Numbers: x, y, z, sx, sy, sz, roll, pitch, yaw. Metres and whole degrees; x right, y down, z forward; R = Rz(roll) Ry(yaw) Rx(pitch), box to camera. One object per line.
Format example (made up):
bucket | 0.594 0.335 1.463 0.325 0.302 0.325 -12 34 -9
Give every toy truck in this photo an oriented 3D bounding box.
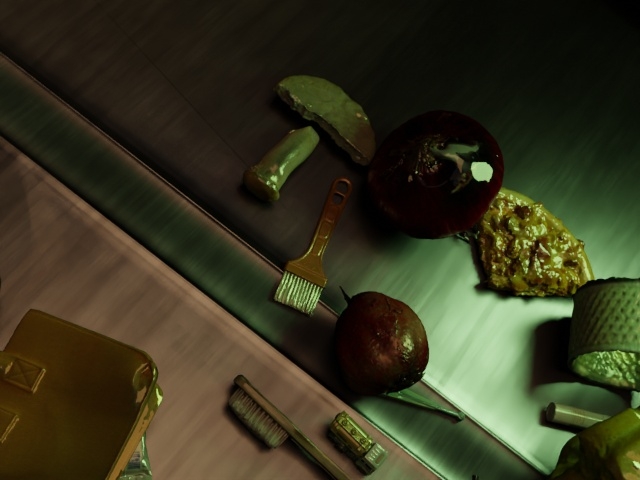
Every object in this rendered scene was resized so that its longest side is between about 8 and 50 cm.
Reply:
toy truck | 0.066 0.367 1.813 0.123 0.063 0.052 44 62 3

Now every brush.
brush | -0.044 0.370 1.782 0.327 0.070 0.065 42 81 0
brush | 0.000 0.000 1.968 0.090 0.017 0.314 26 62 -7

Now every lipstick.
lipstick | 0.519 0.355 1.980 0.141 0.040 0.040 15 65 -13

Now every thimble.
thimble | 0.619 0.191 1.955 0.270 0.271 0.150 17 67 -11

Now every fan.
fan | 0.188 0.305 1.905 0.193 0.016 0.038 22 62 -8

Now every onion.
onion | 0.237 -0.116 2.001 0.273 0.285 0.273 -12 57 19

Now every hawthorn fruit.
hawthorn fruit | 0.098 0.171 1.846 0.181 0.181 0.235 -19 66 -24

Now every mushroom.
mushroom | -0.069 -0.160 1.983 0.084 0.071 0.209 44 59 -4

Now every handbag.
handbag | -0.455 0.330 1.608 0.282 0.133 0.401 24 66 5

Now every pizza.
pizza | 0.427 0.024 2.061 0.335 0.086 0.226 43 61 0

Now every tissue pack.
tissue pack | -0.354 0.325 1.713 0.122 0.026 0.193 0 69 -19

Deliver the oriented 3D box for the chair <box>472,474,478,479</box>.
chair | 0.302 0.567 1.773 0.154 0.141 0.260 12 63 -13

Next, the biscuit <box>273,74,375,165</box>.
biscuit | 0.028 -0.265 2.058 0.250 0.032 0.133 39 46 -3

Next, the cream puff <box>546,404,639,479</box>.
cream puff | 0.587 0.410 1.794 0.378 0.378 0.276 -1 85 -19
